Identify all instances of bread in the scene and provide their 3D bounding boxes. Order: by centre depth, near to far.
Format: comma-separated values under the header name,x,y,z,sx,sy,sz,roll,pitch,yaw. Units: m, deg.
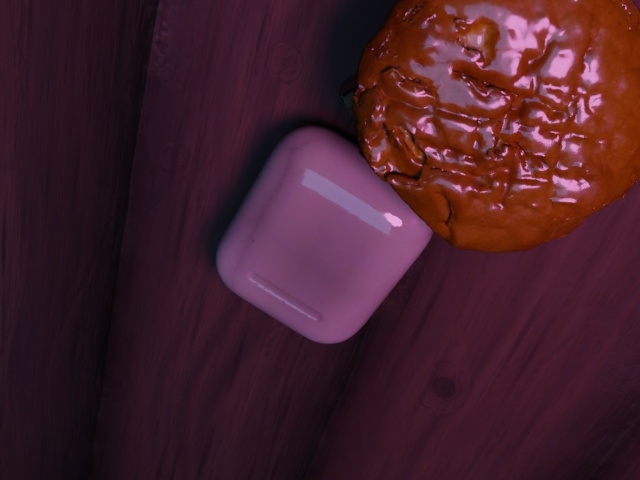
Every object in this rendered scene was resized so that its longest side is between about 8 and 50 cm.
name,x,y,z,sx,sy,sz,roll,pitch,yaw
bread,0.242,-0.183,0.917,0.399,0.215,0.397,3,117,6

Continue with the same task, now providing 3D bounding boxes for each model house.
name,x,y,z,sx,sy,sz,roll,pitch,yaw
model house,0.076,-0.228,1.062,0.083,0.057,0.058,-23,85,47

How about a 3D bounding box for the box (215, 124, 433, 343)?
name,x,y,z,sx,sy,sz,roll,pitch,yaw
box,0.000,-0.001,1.162,0.289,0.141,0.349,31,123,-4
